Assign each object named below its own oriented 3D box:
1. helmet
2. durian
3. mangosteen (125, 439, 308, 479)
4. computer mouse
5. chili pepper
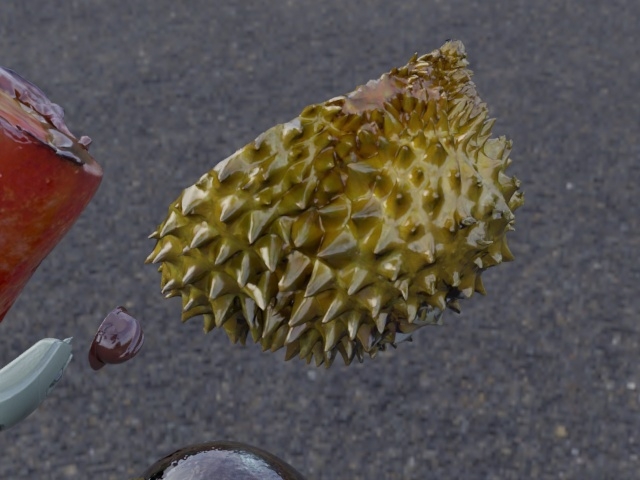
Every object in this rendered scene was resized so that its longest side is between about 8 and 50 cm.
[{"bbox_3d":[-0.314,0.164,2.045,0.057,0.089,0.111,20,61,18],"label":"helmet"},{"bbox_3d":[0.009,0.008,0.772,0.183,0.250,0.138,-22,79,-43],"label":"durian"},{"bbox_3d":[-0.125,0.370,1.446,0.300,0.300,0.300,0,31,0],"label":"mangosteen"},{"bbox_3d":[-0.362,0.182,1.563,0.182,0.089,0.056,-39,77,-26],"label":"computer mouse"},{"bbox_3d":[-0.397,-0.041,1.366,0.251,0.305,0.229,25,20,-30],"label":"chili pepper"}]
